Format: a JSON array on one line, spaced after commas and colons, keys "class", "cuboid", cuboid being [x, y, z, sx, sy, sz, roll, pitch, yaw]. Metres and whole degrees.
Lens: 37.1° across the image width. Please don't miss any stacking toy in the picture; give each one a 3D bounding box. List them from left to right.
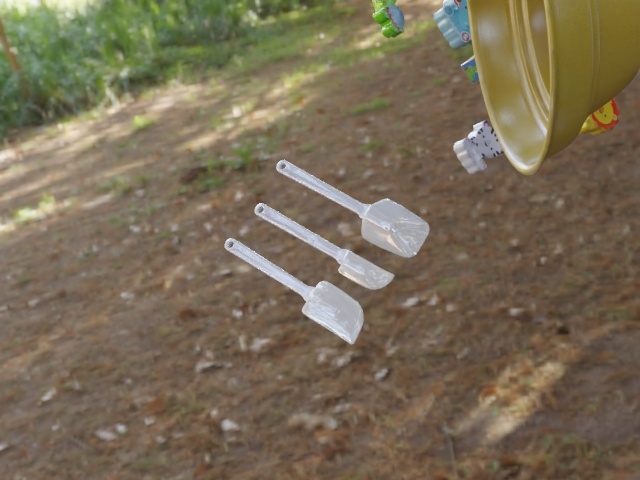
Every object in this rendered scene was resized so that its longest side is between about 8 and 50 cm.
[{"class": "stacking toy", "cuboid": [0.154, -0.173, 0.882, 0.052, 0.221, 0.167, -39, 10, -31]}]

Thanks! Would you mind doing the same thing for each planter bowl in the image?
[{"class": "planter bowl", "cuboid": [0.169, -0.159, 0.664, 0.090, 0.217, 0.217, -9, 19, -2]}]

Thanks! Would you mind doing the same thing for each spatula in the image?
[{"class": "spatula", "cuboid": [0.000, 0.000, 1.146, 0.242, 0.168, 0.019, 31, -2, 37]}]
